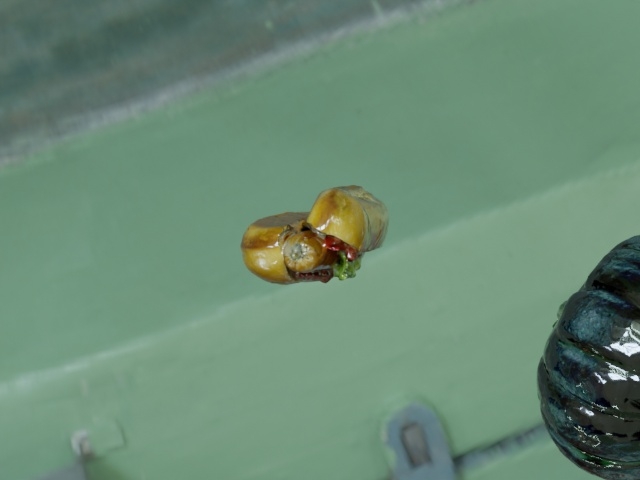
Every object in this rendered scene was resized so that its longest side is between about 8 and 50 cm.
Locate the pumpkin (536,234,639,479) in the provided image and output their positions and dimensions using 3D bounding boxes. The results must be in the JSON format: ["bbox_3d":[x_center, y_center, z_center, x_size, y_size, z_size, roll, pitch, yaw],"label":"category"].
[{"bbox_3d":[0.238,0.082,1.262,0.150,0.194,0.194,29,110,7],"label":"pumpkin"}]

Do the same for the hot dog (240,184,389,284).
[{"bbox_3d":[0.000,0.000,1.219,0.092,0.236,0.062,-21,90,11],"label":"hot dog"}]
